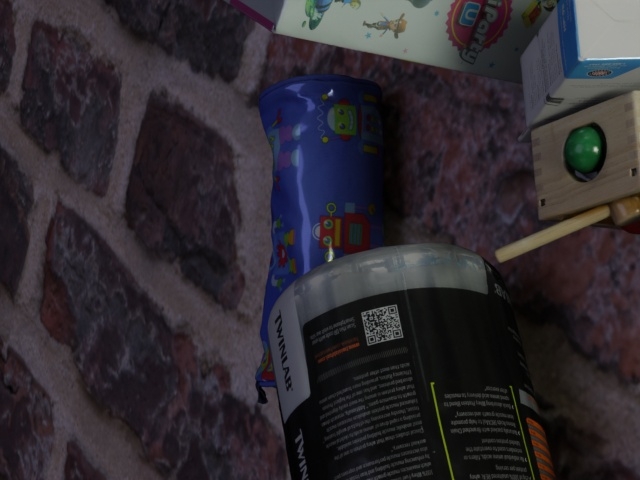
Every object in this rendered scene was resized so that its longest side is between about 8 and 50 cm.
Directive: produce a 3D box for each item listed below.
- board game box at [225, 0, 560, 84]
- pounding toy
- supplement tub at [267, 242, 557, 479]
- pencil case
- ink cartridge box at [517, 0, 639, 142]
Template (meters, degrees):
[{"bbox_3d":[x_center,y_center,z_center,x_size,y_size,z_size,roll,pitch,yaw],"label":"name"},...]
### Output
[{"bbox_3d":[0.052,-0.215,1.315,0.224,0.303,0.097,41,119,51],"label":"board game box"},{"bbox_3d":[0.216,-0.041,1.195,0.130,0.141,0.100,-21,69,53],"label":"pounding toy"},{"bbox_3d":[0.081,0.190,1.290,0.207,0.207,0.338,-43,48,44],"label":"supplement tub"},{"bbox_3d":[0.000,0.000,1.528,0.133,0.119,0.306,164,108,-65],"label":"pencil case"},{"bbox_3d":[0.209,-0.128,1.195,0.180,0.104,0.060,119,147,-73],"label":"ink cartridge box"}]
